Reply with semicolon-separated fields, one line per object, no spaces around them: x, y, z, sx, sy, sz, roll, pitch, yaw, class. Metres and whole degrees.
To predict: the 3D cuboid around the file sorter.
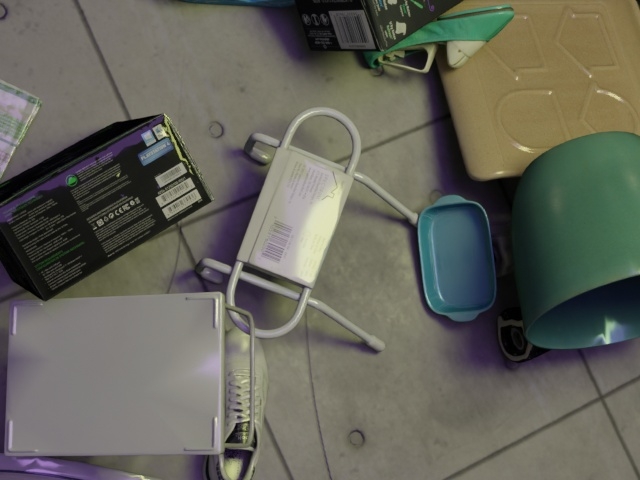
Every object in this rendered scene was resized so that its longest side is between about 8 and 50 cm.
-0.235;0.177;1.437;0.278;0.173;0.192;-3;79;12;file sorter

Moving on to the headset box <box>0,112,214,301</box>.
-0.309;-0.050;1.461;0.246;0.283;0.131;-32;105;-17;headset box

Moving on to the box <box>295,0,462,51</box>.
0.106;-0.395;1.641;0.270;0.165;0.143;-36;121;-30;box

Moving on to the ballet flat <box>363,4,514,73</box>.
0.176;-0.297;1.689;0.247;0.083;0.087;-3;93;26;ballet flat

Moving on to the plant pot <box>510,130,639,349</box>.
0.398;-0.009;1.563;0.293;0.293;0.235;-5;66;-16;plant pot

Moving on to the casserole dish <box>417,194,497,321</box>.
0.208;0.026;1.675;0.114;0.037;0.188;-7;89;26;casserole dish

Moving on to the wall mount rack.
0.000;0.000;1.614;0.304;0.130;0.350;22;75;-6;wall mount rack

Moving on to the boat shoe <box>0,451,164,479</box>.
-0.335;0.337;1.475;0.267;0.096;0.088;16;71;-20;boat shoe

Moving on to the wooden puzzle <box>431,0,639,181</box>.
0.359;-0.233;1.744;0.348;0.080;0.322;-6;64;-11;wooden puzzle

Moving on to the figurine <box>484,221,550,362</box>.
0.359;0.060;1.722;0.209;0.092;0.215;-13;82;-25;figurine

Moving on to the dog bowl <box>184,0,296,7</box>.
-0.123;-0.431;1.684;0.297;0.074;0.166;0;80;-16;dog bowl

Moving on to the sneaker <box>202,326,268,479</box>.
-0.109;0.233;1.551;0.090;0.095;0.235;5;77;-12;sneaker

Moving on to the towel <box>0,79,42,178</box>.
-0.473;-0.155;1.568;0.113;0.023;0.152;25;76;-7;towel
